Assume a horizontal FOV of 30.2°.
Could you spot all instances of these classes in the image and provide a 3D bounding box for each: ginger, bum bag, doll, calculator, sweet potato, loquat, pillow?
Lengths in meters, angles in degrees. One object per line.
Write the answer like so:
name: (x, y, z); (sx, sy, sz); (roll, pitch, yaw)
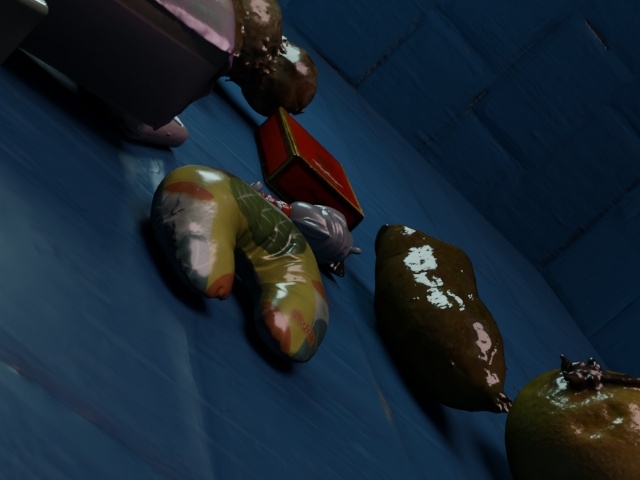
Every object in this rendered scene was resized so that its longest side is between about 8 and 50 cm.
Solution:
ginger: (-0.159, -0.343, 1.873); (0.375, 0.176, 0.256); (28, 27, -55)
bum bag: (-0.001, 0.001, 1.624); (0.058, 0.034, 0.124); (49, 7, -45)
doll: (-0.027, -0.022, 1.532); (0.180, 0.079, 0.094); (31, -9, -14)
calculator: (-0.213, -0.153, 1.375); (0.100, 0.032, 0.175); (48, 11, 10)
sweet potato: (0.156, 0.113, 1.571); (0.158, 0.158, 0.370); (41, 20, -29)
loquat: (0.355, 0.266, 1.541); (0.244, 0.244, 0.244); (45, 12, -12)
pillow: (-0.077, 0.022, 1.190); (0.233, 0.086, 0.214); (43, 22, -32)

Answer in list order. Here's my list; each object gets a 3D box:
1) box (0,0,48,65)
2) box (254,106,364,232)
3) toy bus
box: (-0.323, -0.212, 0.924); (0.210, 0.129, 0.148); (52, 11, 24)
box: (-0.021, -0.103, 1.826); (0.153, 0.074, 0.240); (47, 10, -22)
toy bus: (-0.259, -0.272, 1.185); (0.386, 0.171, 0.162); (31, 23, -35)
